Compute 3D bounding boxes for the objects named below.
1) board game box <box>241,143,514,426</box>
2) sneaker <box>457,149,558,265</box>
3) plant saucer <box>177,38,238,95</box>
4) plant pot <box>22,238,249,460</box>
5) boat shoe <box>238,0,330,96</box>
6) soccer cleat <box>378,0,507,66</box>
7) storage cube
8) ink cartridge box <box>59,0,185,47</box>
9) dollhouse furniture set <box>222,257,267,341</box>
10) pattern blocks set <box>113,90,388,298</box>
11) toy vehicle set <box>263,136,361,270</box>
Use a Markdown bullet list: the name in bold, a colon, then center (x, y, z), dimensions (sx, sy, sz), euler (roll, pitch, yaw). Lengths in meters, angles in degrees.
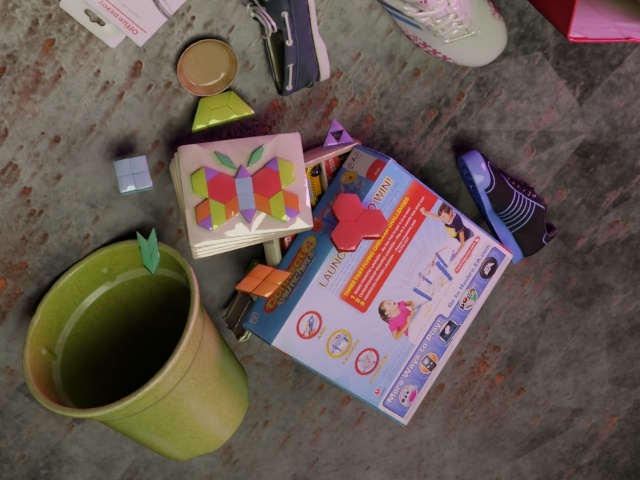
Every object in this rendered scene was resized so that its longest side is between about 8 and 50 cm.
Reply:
- **board game box**: center (0.088, 0.069, 2.128), dimensions (0.302, 0.086, 0.308), euler (35, 86, -38)
- **sneaker**: center (0.280, -0.064, 2.204), dimensions (0.090, 0.081, 0.232), euler (-33, 133, 0)
- **plant saucer**: center (-0.152, -0.234, 1.981), dimensions (0.083, 0.015, 0.083), euler (-9, 124, -14)
- **plant pot**: center (-0.234, 0.180, 2.091), dimensions (0.276, 0.276, 0.254), euler (-34, 137, 4)
- **boat shoe**: center (-0.057, -0.300, 1.927), dimensions (0.079, 0.095, 0.254), euler (-29, 136, -13)
- **soccer cleat**: center (0.140, -0.315, 1.949), dimensions (0.331, 0.143, 0.116), euler (35, 105, -33)
- **storage cube**: center (0.389, -0.386, 1.959), dimensions (0.184, 0.193, 0.215), euler (-1, 121, -18)
- **ink cartridge box**: center (-0.232, -0.321, 1.870), dimensions (0.180, 0.060, 0.104), euler (-44, 125, 12)
- **dollhouse furniture set**: center (-0.077, 0.078, 2.164), dimensions (0.059, 0.076, 0.151), euler (22, 101, -34)
- **pattern blocks set**: center (-0.101, -0.064, 1.982), dimensions (0.325, 0.285, 0.026), euler (-23, 171, -7)
- **toy vehicle set**: center (0.000, 0.000, 2.119), dimensions (0.166, 0.035, 0.266), euler (-24, 120, -25)
